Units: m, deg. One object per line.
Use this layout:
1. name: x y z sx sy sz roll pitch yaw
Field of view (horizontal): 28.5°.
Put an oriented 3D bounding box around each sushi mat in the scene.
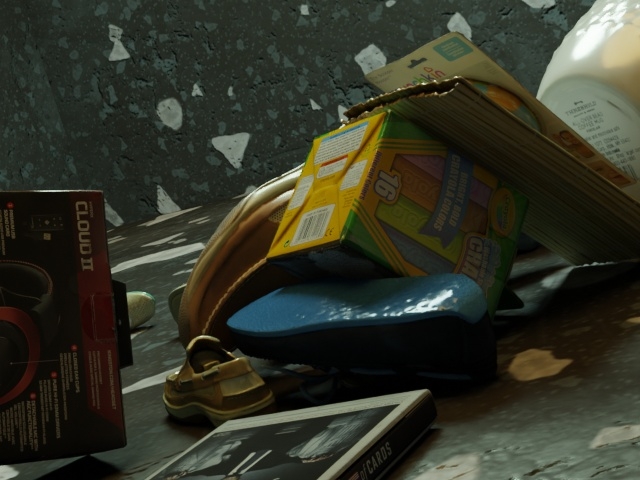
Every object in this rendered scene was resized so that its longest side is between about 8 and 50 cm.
1. sushi mat: 0.179 -0.052 1.124 0.316 0.019 0.151 29 -21 -30

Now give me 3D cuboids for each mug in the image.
1. mug: 0.410 -0.154 1.223 0.328 0.276 0.374 -31 19 -29

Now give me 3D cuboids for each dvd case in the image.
1. dvd case: -0.049 0.161 0.818 0.179 0.029 0.239 -13 8 30

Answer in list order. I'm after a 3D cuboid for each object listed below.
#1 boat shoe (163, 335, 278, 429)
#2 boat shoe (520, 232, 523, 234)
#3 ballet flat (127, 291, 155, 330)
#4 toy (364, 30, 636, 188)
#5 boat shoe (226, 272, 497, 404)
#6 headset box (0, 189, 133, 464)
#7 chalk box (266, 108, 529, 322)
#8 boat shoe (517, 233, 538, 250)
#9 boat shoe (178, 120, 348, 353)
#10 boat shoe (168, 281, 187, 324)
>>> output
1. boat shoe: -0.093 0.115 1.084 0.068 0.072 0.190 -22 8 -27
2. boat shoe: 0.082 0.013 1.310 0.319 0.099 0.116 -21 51 -9
3. ballet flat: -0.292 0.113 1.702 0.168 0.057 0.052 -16 34 33
4. toy: 0.160 -0.086 1.158 0.137 0.237 0.056 -19 45 54
5. boat shoe: 0.024 0.087 1.011 0.258 0.089 0.109 -1 30 49
6. headset box: -0.290 0.075 1.015 0.293 0.218 0.110 -3 -10 -29
7. chalk box: 0.088 0.002 1.107 0.132 0.213 0.132 -14 51 57
8. boat shoe: 0.139 -0.009 1.479 0.254 0.079 0.095 -9 8 32
9. boat shoe: 0.000 0.000 1.192 0.116 0.123 0.324 32 63 28
10. boat shoe: -0.091 0.059 1.474 0.069 0.081 0.228 -28 10 -39
